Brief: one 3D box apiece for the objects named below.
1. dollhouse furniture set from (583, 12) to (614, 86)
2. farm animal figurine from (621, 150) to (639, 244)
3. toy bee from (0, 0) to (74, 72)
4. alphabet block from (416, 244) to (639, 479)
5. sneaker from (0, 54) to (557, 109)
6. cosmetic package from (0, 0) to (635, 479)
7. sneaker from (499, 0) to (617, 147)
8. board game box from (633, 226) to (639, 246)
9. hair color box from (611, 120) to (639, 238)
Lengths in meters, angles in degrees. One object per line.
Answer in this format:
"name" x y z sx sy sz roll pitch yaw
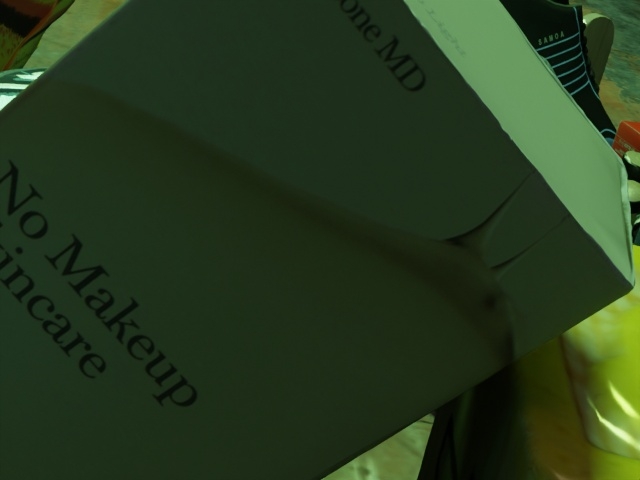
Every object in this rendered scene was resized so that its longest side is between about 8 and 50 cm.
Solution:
"dollhouse furniture set" 0.032 -0.255 1.167 0.394 0.256 0.362 -10 34 -41
"farm animal figurine" 0.000 0.000 0.737 0.330 0.172 0.327 31 41 18
"toy bee" -0.244 -0.113 0.826 0.162 0.298 0.195 49 44 -14
"alphabet block" 0.134 0.131 0.461 0.192 0.197 0.193 12 24 -4
"sneaker" -0.019 -0.056 0.519 0.262 0.125 0.104 5 50 -9
"cosmetic package" -0.063 0.018 0.437 0.160 0.309 0.113 49 24 -11
"sneaker" 0.197 -0.155 1.039 0.232 0.090 0.081 39 7 -32
"board game box" 0.297 0.002 0.755 0.079 0.253 0.336 31 30 33
"hair color box" 0.232 -0.012 0.884 0.072 0.141 0.043 2 27 -23
